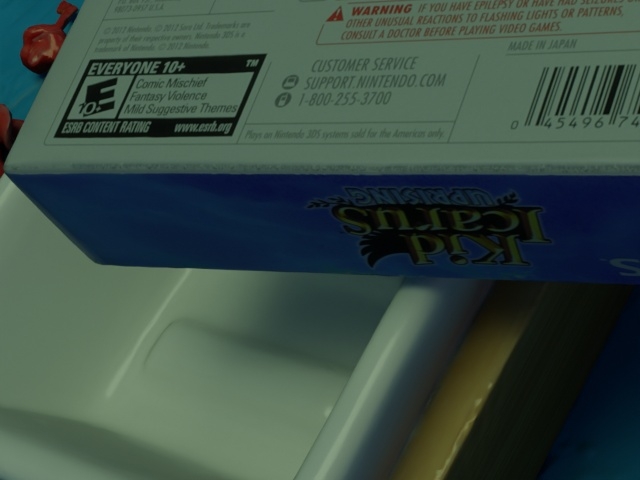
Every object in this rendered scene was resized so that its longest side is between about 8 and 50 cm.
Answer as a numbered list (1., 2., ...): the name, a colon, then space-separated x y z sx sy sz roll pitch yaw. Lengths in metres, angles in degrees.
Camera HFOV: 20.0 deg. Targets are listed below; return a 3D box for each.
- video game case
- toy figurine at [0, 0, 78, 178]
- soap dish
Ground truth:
1. video game case: 0.065 -0.103 0.550 0.269 0.061 0.244 2 58 33
2. toy figurine: -0.292 -0.041 0.798 0.362 0.217 0.191 -26 46 14
3. soap dish: 0.000 0.000 0.640 0.229 0.118 0.291 14 65 40
